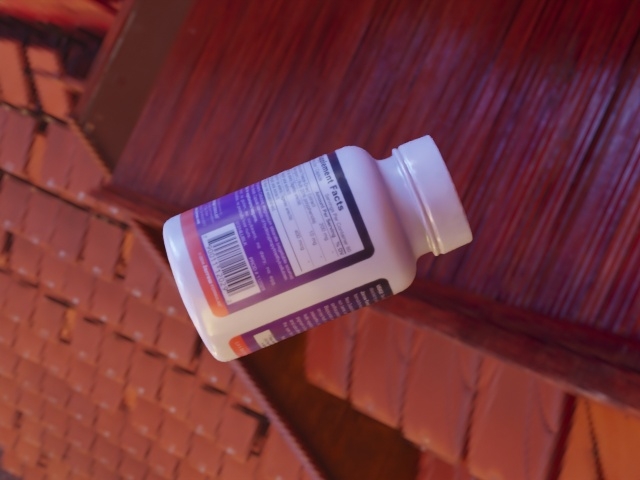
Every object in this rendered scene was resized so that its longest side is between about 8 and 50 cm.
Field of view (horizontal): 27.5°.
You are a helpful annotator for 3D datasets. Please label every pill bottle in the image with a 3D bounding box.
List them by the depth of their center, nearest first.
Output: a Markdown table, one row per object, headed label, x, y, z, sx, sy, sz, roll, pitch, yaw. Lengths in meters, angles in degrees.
| label | x | y | z | sx | sy | sz | roll | pitch | yaw |
| --- | --- | --- | --- | --- | --- | --- | --- | --- | --- |
| pill bottle | 0.000 | 0.000 | 0.896 | 0.108 | 0.193 | 0.108 | -22 | -90 | -88 |
